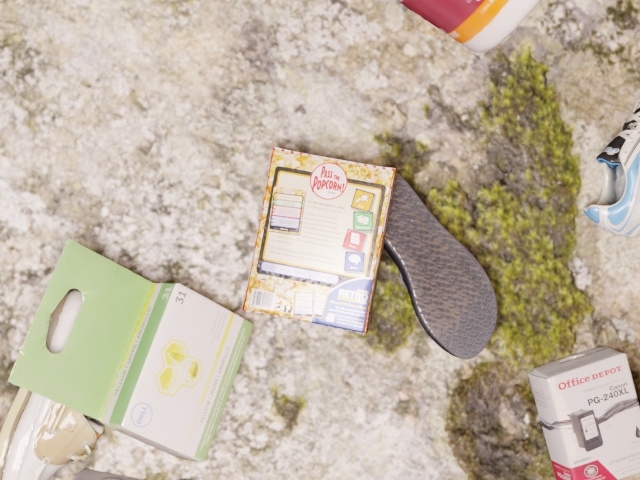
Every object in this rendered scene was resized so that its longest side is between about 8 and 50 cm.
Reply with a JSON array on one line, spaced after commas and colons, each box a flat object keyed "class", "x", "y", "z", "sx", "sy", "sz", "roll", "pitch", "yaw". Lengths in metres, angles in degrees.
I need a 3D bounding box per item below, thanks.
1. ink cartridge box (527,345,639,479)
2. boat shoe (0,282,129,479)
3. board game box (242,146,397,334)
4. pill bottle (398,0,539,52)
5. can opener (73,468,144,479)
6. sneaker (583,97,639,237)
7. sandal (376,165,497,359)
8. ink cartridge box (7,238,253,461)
[{"class": "ink cartridge box", "x": 0.331, "y": 0.218, "z": 1.458, "sx": 0.109, "sy": 0.063, "sz": 0.150, "roll": -17, "pitch": 95, "yaw": -10}, {"class": "boat shoe", "x": -0.291, "y": 0.203, "z": 1.307, "sx": 0.103, "sy": 0.113, "sz": 0.302, "roll": 15, "pitch": 87, "yaw": -6}, {"class": "board game box", "x": 0.000, "y": 0.000, "z": 1.374, "sx": 0.146, "sy": 0.045, "sz": 0.193, "roll": 11, "pitch": 90, "yaw": 7}, {"class": "pill bottle", "x": 0.082, "y": -0.403, "z": 1.313, "sx": 0.392, "sy": 0.224, "sz": 0.224, "roll": 33, "pitch": 85, "yaw": -10}, {"class": "can opener", "x": -0.157, "y": 0.330, "z": 1.371, "sx": 0.283, "sy": 0.076, "sz": 0.095, "roll": 15, "pitch": 120, "yaw": -12}, {"class": "sneaker", "x": 0.392, "y": -0.122, "z": 1.452, "sx": 0.086, "sy": 0.085, "sz": 0.237, "roll": 22, "pitch": 86, "yaw": -16}, {"class": "sandal", "x": 0.126, "y": 0.023, "z": 1.422, "sx": 0.097, "sy": 0.054, "sz": 0.254, "roll": -30, "pitch": 86, "yaw": -10}, {"class": "ink cartridge box", "x": -0.198, "y": 0.121, "z": 1.290, "sx": 0.235, "sy": 0.056, "sz": 0.171, "roll": 33, "pitch": 68, "yaw": -37}]
